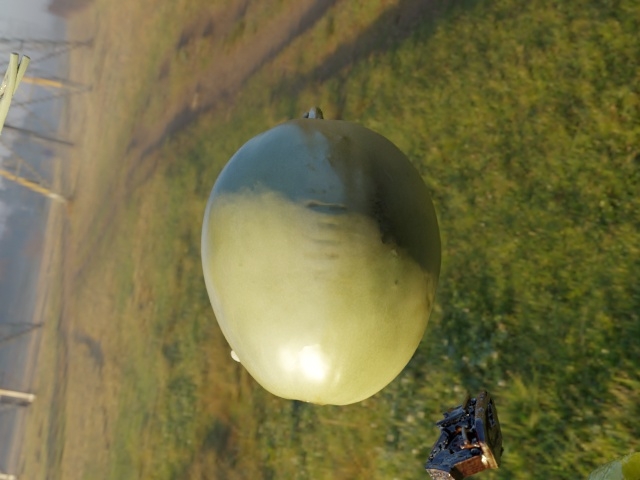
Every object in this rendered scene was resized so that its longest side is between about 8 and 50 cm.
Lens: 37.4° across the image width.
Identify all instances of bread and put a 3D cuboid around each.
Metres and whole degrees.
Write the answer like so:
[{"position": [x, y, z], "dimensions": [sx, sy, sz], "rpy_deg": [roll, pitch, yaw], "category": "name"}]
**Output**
[{"position": [0.456, 0.365, 1.361], "dimensions": [0.111, 0.129, 0.114], "rpy_deg": [-39, -4, -20], "category": "bread"}]

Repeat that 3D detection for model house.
[{"position": [0.273, 0.401, 1.870], "dimensions": [0.141, 0.164, 0.203], "rpy_deg": [69, -162, -1], "category": "model house"}]

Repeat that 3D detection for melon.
[{"position": [0.002, 0.016, 0.994], "dimensions": [0.307, 0.272, 0.272], "rpy_deg": [71, 163, -5], "category": "melon"}]

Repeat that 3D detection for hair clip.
[{"position": [-0.403, -0.186, 1.190], "dimensions": [0.115, 0.039, 0.030], "rpy_deg": [-59, -16, 13], "category": "hair clip"}]

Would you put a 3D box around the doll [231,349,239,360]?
[{"position": [-0.070, 0.220, 1.930], "dimensions": [0.217, 0.183, 0.085], "rpy_deg": [-43, -29, -61], "category": "doll"}]
